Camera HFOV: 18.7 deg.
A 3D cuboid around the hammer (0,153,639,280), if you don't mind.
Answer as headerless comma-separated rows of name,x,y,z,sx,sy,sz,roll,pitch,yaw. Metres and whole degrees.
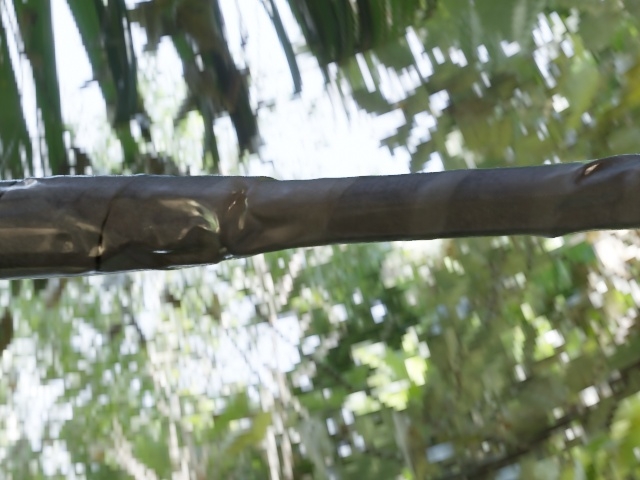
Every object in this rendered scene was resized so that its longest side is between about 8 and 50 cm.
hammer,0.000,-0.001,0.635,0.427,0.044,0.152,-5,-66,24
